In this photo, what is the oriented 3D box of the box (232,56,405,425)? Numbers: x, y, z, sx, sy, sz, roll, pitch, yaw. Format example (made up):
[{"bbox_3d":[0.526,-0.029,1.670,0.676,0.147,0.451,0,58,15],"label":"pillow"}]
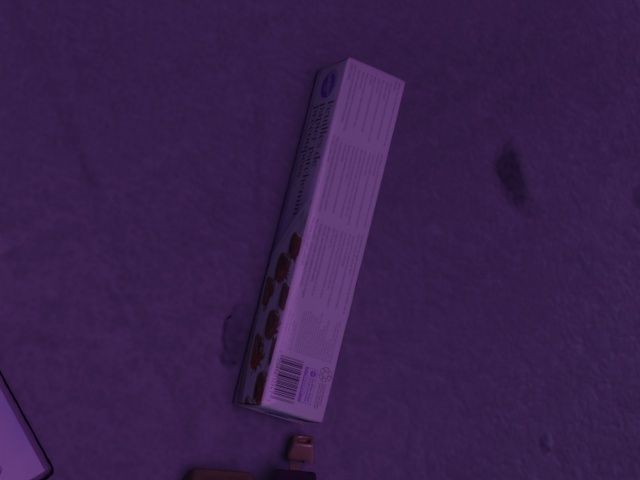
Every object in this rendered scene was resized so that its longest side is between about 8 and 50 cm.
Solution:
[{"bbox_3d":[0.000,0.000,1.169,0.067,0.063,0.323,19,76,-25],"label":"box"}]

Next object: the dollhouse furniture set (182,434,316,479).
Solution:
[{"bbox_3d":[-0.064,0.223,1.145,0.114,0.091,0.081,5,124,-4],"label":"dollhouse furniture set"}]

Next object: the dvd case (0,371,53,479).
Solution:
[{"bbox_3d":[-0.353,0.166,0.999,0.253,0.022,0.180,-31,98,-26],"label":"dvd case"}]
